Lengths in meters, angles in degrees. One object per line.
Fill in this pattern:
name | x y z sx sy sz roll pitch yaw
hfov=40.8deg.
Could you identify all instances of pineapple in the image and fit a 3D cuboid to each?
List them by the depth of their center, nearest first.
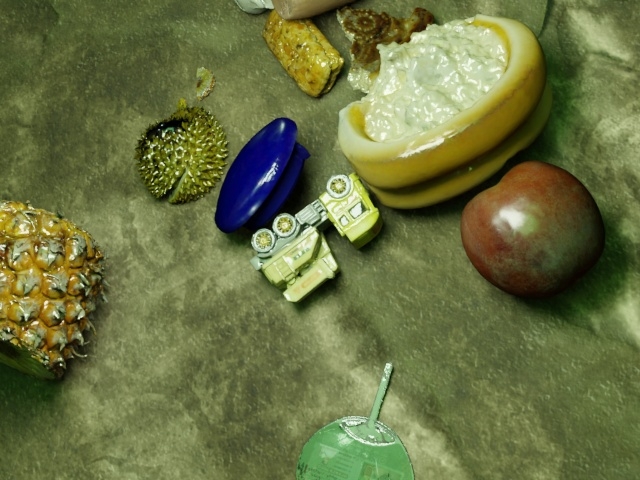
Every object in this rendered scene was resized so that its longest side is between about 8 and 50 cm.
pineapple | -0.584 0.091 1.703 0.352 0.352 0.300 19 71 17
pineapple | -0.257 -0.354 1.928 0.045 0.019 0.083 -5 69 14

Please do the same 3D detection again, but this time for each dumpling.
dumpling | -0.137 -0.573 1.930 0.127 0.108 0.188 -29 52 -24

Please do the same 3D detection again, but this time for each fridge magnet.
fridge magnet | -0.123 -0.127 1.729 0.112 0.265 0.266 33 80 -20

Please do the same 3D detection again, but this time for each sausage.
sausage | -0.002 -0.543 1.813 0.123 0.123 0.252 42 48 20

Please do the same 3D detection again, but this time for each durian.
durian | -0.303 -0.209 1.831 0.193 0.138 0.238 -12 70 9

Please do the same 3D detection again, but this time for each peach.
peach | 0.389 -0.015 1.570 0.252 0.252 0.253 -4 72 11

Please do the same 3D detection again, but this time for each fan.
fan | 0.099 0.408 1.617 0.294 0.012 0.223 -44 69 -2

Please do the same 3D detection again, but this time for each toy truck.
toy truck | 0.000 0.000 1.706 0.272 0.124 0.157 -36 76 1

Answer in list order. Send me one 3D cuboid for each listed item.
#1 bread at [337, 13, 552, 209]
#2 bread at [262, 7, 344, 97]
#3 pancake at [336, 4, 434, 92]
bread | 0.239 -0.249 1.668 0.424 0.245 0.329 -38 58 -2
bread | -0.040 -0.411 1.848 0.211 0.083 0.114 52 134 20
pancake | 0.112 -0.432 1.812 0.266 0.057 0.244 -38 63 -25
